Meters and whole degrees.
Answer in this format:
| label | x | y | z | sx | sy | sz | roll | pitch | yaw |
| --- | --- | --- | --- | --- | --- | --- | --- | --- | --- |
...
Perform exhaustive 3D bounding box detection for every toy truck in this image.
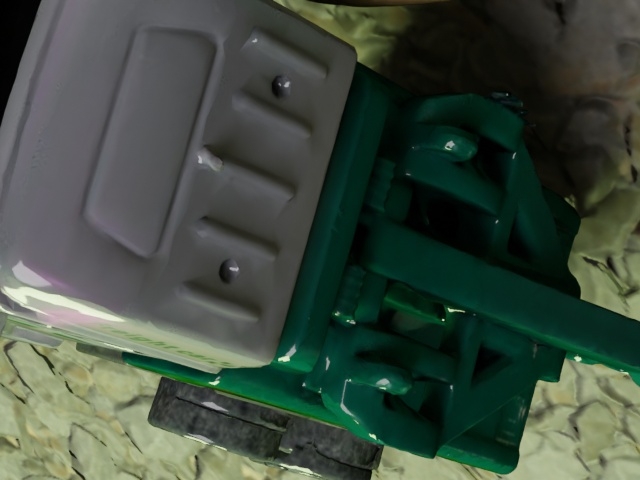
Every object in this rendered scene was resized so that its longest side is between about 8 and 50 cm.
| label | x | y | z | sx | sy | sz | roll | pitch | yaw |
| --- | --- | --- | --- | --- | --- | --- | --- | --- | --- |
| toy truck | -0.007 | -0.001 | 0.557 | 0.363 | 0.177 | 0.178 | 22 | 169 | -42 |

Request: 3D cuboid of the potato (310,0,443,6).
| label | x | y | z | sx | sy | sz | roll | pitch | yaw |
| --- | --- | --- | --- | --- | --- | --- | --- | --- | --- |
| potato | 0.061 | -0.151 | 0.506 | 0.234 | 0.161 | 0.128 | 8 | 125 | 39 |
